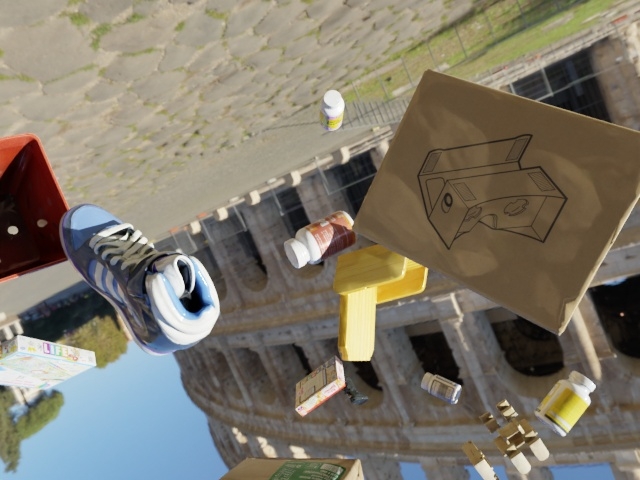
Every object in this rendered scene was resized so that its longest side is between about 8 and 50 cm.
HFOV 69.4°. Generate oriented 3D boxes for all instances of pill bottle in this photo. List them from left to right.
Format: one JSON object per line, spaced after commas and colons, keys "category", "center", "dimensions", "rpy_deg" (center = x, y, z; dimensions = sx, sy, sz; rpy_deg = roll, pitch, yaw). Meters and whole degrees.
{"category": "pill bottle", "center": [0.000, 0.000, 1.452], "dimensions": [0.216, 0.121, 0.121], "rpy_deg": [-27, -174, -22]}
{"category": "pill bottle", "center": [0.020, -0.233, 0.826], "dimensions": [0.043, 0.044, 0.083], "rpy_deg": [-24, 169, -6]}
{"category": "pill bottle", "center": [0.465, 0.568, 1.785], "dimensions": [0.137, 0.078, 0.078], "rpy_deg": [19, -149, 35]}
{"category": "pill bottle", "center": [0.754, 0.496, 1.419], "dimensions": [0.184, 0.103, 0.103], "rpy_deg": [-49, -173, -4]}

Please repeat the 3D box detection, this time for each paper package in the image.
{"category": "paper package", "center": [-0.057, 0.663, 1.036], "dimensions": [0.324, 0.310, 0.168], "rpy_deg": [-10, -177, 26]}

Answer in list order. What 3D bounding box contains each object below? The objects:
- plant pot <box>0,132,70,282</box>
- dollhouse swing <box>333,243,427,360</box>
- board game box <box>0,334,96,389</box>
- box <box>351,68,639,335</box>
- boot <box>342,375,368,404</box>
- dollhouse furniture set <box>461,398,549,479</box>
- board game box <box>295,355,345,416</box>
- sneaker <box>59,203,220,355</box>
{"category": "plant pot", "center": [-0.683, -0.028, 0.944], "dimensions": [0.267, 0.268, 0.235], "rpy_deg": [-24, -178, -38]}
{"category": "dollhouse swing", "center": [0.218, 0.200, 1.463], "dimensions": [0.314, 0.305, 0.347], "rpy_deg": [-17, 160, 17]}
{"category": "board game box", "center": [-0.451, 0.195, 0.726], "dimensions": [0.103, 0.026, 0.154], "rpy_deg": [-26, 153, 5]}
{"category": "box", "center": [0.143, -0.040, 0.393], "dimensions": [0.201, 0.165, 0.021], "rpy_deg": [29, -172, 28]}
{"category": "boot", "center": [0.124, 0.561, 1.731], "dimensions": [0.045, 0.099, 0.121], "rpy_deg": [-43, 145, 14]}
{"category": "dollhouse furniture set", "center": [0.648, 0.734, 1.618], "dimensions": [0.242, 0.161, 0.212], "rpy_deg": [-36, -161, 2]}
{"category": "board game box", "center": [-0.004, 0.517, 1.657], "dimensions": [0.193, 0.045, 0.147], "rpy_deg": [-38, -165, 11]}
{"category": "sneaker", "center": [-0.290, 0.034, 0.768], "dimensions": [0.236, 0.323, 0.130], "rpy_deg": [-34, 180, 43]}
